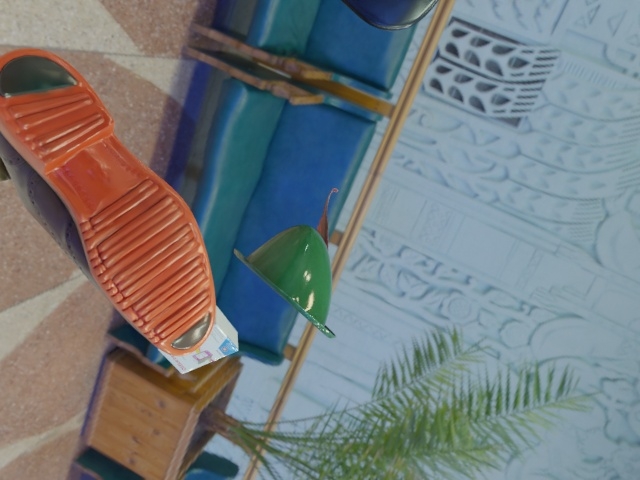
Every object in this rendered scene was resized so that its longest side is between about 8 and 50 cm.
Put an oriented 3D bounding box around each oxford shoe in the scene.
[{"bbox_3d":[-0.183,-0.021,0.502,0.097,0.272,0.098,-36,-168,-39],"label":"oxford shoe"}]

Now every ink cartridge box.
[{"bbox_3d":[-0.226,0.185,1.094,0.052,0.122,0.089,-103,168,-50],"label":"ink cartridge box"}]

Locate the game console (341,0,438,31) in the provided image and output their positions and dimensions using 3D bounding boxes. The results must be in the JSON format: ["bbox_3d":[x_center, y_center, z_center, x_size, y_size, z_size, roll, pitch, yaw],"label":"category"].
[{"bbox_3d":[0.023,-0.271,0.204,0.173,0.293,0.250,-60,-163,-20],"label":"game console"}]

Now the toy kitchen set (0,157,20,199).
[{"bbox_3d":[-0.338,-0.079,0.613,0.075,0.068,0.083,-57,135,-71],"label":"toy kitchen set"}]

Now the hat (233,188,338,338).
[{"bbox_3d":[0.000,0.000,0.810,0.184,0.208,0.173,-49,144,-6],"label":"hat"}]
